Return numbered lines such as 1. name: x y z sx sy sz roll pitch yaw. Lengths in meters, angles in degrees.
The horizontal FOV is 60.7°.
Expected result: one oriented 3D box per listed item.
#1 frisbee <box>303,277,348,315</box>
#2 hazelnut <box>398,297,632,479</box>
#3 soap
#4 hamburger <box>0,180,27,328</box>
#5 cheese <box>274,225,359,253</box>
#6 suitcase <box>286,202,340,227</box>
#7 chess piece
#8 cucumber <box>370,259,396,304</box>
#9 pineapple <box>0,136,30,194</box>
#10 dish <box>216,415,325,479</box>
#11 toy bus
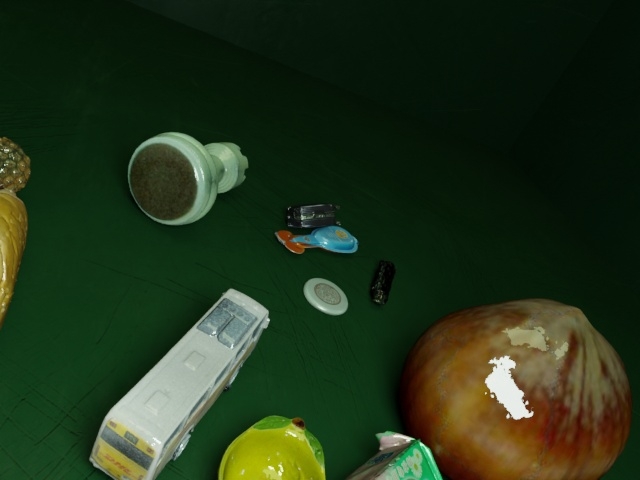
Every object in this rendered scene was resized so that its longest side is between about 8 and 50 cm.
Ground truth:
1. frisbee: 0.013 0.123 1.216 0.110 0.014 0.110 22 30 -14
2. hazelnut: 0.349 0.276 0.971 0.408 0.360 0.359 1 39 -26
3. soap: 0.081 0.389 0.708 0.273 0.098 0.218 -2 69 -57
4. hamburger: -0.508 0.025 0.771 0.155 0.245 0.283 17 75 -29
5. cheese: 0.000 0.000 1.378 0.256 0.037 0.106 -3 41 -41
6. suitcase: -0.021 -0.062 1.391 0.126 0.059 0.086 -8 7 -31
7. chess piece: -0.276 -0.154 1.249 0.194 0.195 0.299 33 20 6
8. cucumber: 0.152 0.103 1.337 0.053 0.053 0.181 29 31 0
9. pineapple: -0.625 -0.106 0.920 0.125 0.125 0.251 35 29 10
10. dish: -0.073 0.336 0.742 0.148 0.080 0.208 32 31 3
11. toy bus: -0.189 0.197 0.800 0.097 0.138 0.342 29 31 6
